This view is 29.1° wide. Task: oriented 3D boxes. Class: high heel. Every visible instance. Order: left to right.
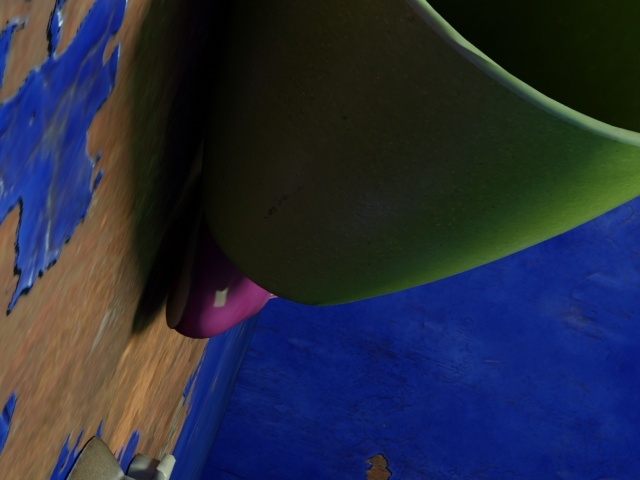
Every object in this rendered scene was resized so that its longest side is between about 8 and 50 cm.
[{"bbox_3d":[0.000,0.000,0.939,0.377,0.181,0.127,-70,180,-68],"label":"high heel"}]

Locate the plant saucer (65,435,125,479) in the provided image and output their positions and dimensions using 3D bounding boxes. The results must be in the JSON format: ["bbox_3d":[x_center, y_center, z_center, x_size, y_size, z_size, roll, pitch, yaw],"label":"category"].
[{"bbox_3d":[-0.159,0.206,0.770,0.168,0.029,0.168,21,90,-90],"label":"plant saucer"}]

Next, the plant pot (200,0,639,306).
[{"bbox_3d":[0.049,-0.088,0.692,0.293,0.275,0.274,-46,-162,48],"label":"plant pot"}]

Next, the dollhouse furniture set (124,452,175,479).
[{"bbox_3d":[-0.145,0.382,0.976,0.355,0.174,0.303,-67,178,-79],"label":"dollhouse furniture set"}]
